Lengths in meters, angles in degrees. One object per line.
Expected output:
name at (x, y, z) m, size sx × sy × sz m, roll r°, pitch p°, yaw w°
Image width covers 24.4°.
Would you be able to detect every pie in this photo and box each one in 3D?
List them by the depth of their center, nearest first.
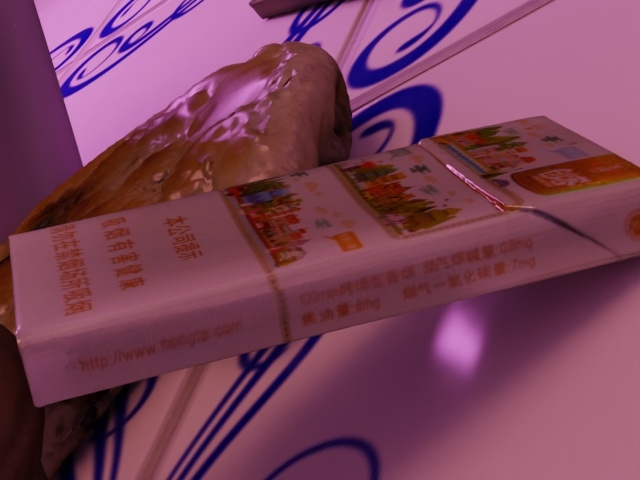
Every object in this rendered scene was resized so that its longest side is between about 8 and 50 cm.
pie at (-0.113, 0.013, 0.783) m, size 0.337 × 0.075 × 0.337 m, roll -35°, pitch 21°, yaw 16°

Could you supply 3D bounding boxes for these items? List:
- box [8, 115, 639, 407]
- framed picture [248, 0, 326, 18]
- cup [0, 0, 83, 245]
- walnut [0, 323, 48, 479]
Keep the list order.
box at (0.000, 0.001, 0.535) m, size 0.220 × 0.032 × 0.122 m, roll -13°, pitch 18°, yaw -9°
framed picture at (0.101, -0.278, 1.059) m, size 0.315 × 0.024 × 0.232 m, roll -48°, pitch 21°, yaw -19°
cup at (-0.312, -0.140, 0.969) m, size 0.253 × 0.372 × 0.253 m, roll -14°, pitch 10°, yaw 2°
walnut at (-0.210, 0.128, 0.501) m, size 0.273 × 0.273 × 0.227 m, roll -27°, pitch -6°, yaw 32°
